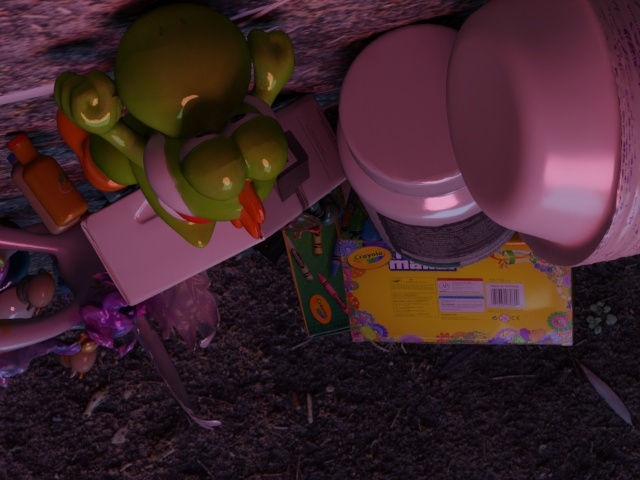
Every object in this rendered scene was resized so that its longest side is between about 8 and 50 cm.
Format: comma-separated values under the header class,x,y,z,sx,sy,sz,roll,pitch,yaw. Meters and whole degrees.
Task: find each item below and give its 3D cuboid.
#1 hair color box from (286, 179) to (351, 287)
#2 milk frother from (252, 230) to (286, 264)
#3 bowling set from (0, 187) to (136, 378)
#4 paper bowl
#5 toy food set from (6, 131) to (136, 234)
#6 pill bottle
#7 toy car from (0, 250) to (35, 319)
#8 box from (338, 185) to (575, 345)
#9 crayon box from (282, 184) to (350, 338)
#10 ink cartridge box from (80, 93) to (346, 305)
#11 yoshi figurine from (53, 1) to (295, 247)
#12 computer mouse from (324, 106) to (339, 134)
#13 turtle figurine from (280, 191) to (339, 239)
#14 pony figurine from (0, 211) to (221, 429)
class,x,y,z,sx,sy,sz,roll,pitch,yaw
hair color box,0.121,-0.056,2.537,0.374,0.185,0.113,-16,176,20
milk frother,-0.089,-0.060,2.459,0.135,0.129,0.143,-48,140,2
bowling set,-0.374,0.039,2.148,0.199,0.287,0.154,17,173,-21
paper bowl,0.212,-0.117,1.363,0.148,0.284,0.284,-11,175,-16
toy food set,-0.265,-0.085,1.679,0.111,0.104,0.232,-34,-177,35
pill bottle,0.129,-0.099,1.692,0.204,0.204,0.361,-15,166,5
toy car,-0.506,0.047,2.248,0.182,0.159,0.136,-10,138,-41
box,0.192,-0.018,2.011,0.290,0.177,0.279,0,-141,11
crayon box,0.000,0.000,2.227,0.081,0.278,0.165,-14,176,8
ink cartridge box,-0.110,-0.050,1.722,0.198,0.115,0.273,-27,-174,29
yoshi figurine,-0.123,-0.122,1.311,0.203,0.204,0.362,30,175,-19
computer mouse,0.148,-0.165,1.968,0.272,0.072,0.188,-12,174,-27
turtle figurine,-0.045,-0.070,2.027,0.234,0.118,0.175,12,160,-36
pony figurine,-0.272,0.065,1.933,0.363,0.351,0.303,-12,147,-21
